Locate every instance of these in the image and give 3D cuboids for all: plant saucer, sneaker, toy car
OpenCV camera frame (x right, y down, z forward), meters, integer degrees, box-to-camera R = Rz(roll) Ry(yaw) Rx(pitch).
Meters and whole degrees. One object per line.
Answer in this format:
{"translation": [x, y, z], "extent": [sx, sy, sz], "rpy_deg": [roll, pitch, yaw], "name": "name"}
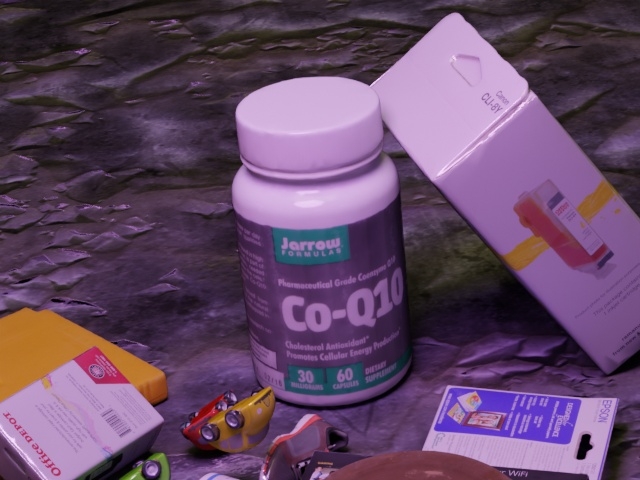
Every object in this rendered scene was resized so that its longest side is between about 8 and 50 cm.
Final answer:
{"translation": [0.092, 0.291, 1.907], "extent": [0.277, 0.041, 0.278], "rpy_deg": [-4, 29, 2], "name": "plant saucer"}
{"translation": [-0.017, 0.248, 2.166], "extent": [0.064, 0.061, 0.158], "rpy_deg": [15, 34, 22], "name": "sneaker"}
{"translation": [-0.155, 0.247, 2.155], "extent": [0.225, 0.053, 0.239], "rpy_deg": [-35, 4, -17], "name": "toy car"}

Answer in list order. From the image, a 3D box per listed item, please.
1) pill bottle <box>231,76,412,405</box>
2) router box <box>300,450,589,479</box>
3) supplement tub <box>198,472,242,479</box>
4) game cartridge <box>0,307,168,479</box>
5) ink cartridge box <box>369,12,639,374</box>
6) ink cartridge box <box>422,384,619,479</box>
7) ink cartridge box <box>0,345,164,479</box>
{"translation": [0.000, 0.000, 2.305], "extent": [0.204, 0.361, 0.204], "rpy_deg": [-5, 27, 3], "name": "pill bottle"}
{"translation": [0.109, 0.327, 1.967], "extent": [0.308, 0.081, 0.243], "rpy_deg": [3, 29, 16], "name": "router box"}
{"translation": [-0.084, 0.296, 2.072], "extent": [0.107, 0.071, 0.071], "rpy_deg": [12, 32, 29], "name": "supplement tub"}
{"translation": [-0.397, 0.197, 2.349], "extent": [0.323, 0.053, 0.285], "rpy_deg": [-24, 33, -36], "name": "game cartridge"}
{"translation": [0.252, -0.058, 2.328], "extent": [0.160, 0.385, 0.279], "rpy_deg": [-41, 31, 4], "name": "ink cartridge box"}
{"translation": [0.221, 0.240, 2.149], "extent": [0.208, 0.045, 0.206], "rpy_deg": [2, 29, 17], "name": "ink cartridge box"}
{"translation": [-0.290, 0.220, 2.196], "extent": [0.127, 0.072, 0.175], "rpy_deg": [46, 49, 16], "name": "ink cartridge box"}
